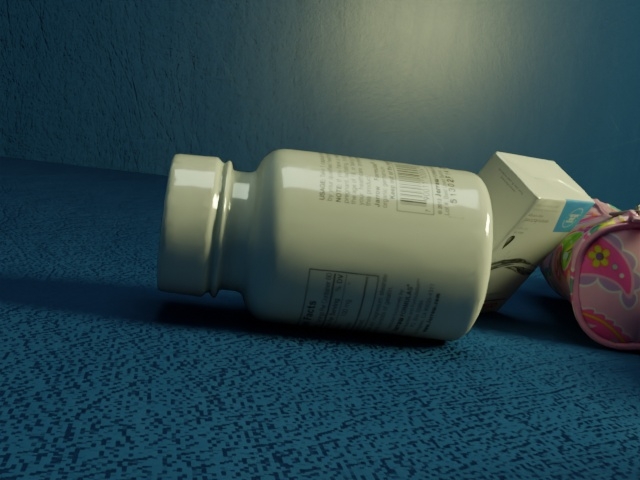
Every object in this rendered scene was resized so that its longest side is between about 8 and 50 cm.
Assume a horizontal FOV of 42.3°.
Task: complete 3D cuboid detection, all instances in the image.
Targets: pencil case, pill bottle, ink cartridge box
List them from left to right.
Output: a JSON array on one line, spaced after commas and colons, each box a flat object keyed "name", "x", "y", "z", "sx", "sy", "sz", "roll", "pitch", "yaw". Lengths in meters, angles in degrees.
[{"name": "pill bottle", "x": 0.000, "y": 0.000, "z": 0.619, "sx": 0.229, "sy": 0.131, "sz": 0.131, "roll": 7, "pitch": 6, "yaw": -7}, {"name": "ink cartridge box", "x": 0.148, "y": 0.011, "z": 0.746, "sx": 0.104, "sy": 0.180, "sz": 0.060, "roll": 0, "pitch": 44, "yaw": -46}, {"name": "pencil case", "x": 0.280, "y": 0.023, "z": 0.795, "sx": 0.124, "sy": 0.124, "sz": 0.284, "roll": 8, "pitch": 6, "yaw": 9}]
